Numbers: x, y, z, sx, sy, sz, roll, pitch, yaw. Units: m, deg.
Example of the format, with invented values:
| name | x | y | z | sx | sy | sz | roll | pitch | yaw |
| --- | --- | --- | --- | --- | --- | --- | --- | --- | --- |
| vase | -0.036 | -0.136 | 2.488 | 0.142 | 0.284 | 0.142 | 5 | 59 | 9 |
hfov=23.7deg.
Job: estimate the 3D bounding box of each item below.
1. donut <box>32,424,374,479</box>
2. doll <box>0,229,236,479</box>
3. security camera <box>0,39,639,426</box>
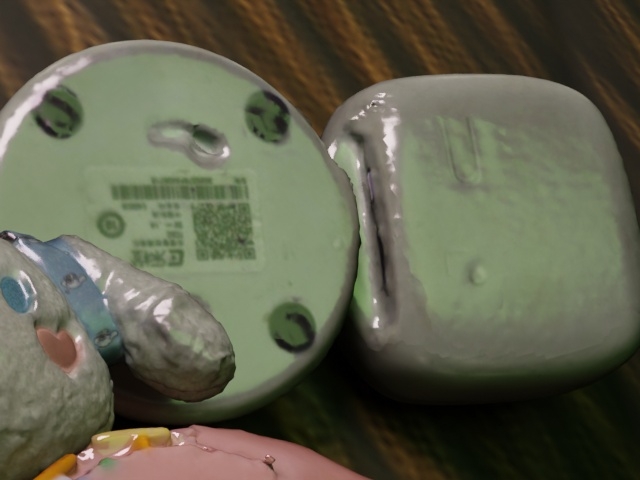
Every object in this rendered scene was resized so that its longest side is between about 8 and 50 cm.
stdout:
| name | x | y | z | sx | sy | sz | roll | pitch | yaw |
| --- | --- | --- | --- | --- | --- | --- | --- | --- | --- |
| donut | -0.036 | 0.163 | 0.468 | 0.199 | 0.085 | 0.233 | 28 | 41 | -11 |
| doll | -0.133 | 0.043 | 0.503 | 0.214 | 0.071 | 0.104 | -7 | 60 | -25 |
| security camera | 0.000 | 0.000 | 0.643 | 0.301 | 0.080 | 0.157 | 0 | 74 | -25 |
